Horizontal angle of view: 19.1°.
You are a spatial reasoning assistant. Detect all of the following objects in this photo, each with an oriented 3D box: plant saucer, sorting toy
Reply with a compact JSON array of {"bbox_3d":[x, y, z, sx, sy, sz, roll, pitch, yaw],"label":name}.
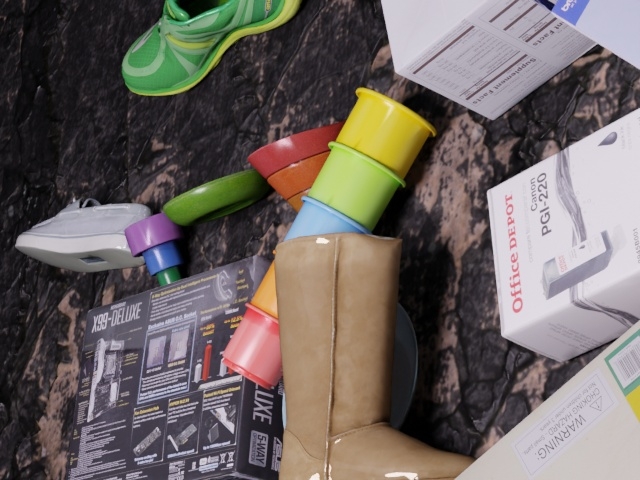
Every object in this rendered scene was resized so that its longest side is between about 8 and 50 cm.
[{"bbox_3d":[0.039,0.147,1.898,0.195,0.037,0.195,-26,53,41],"label":"plant saucer"},{"bbox_3d":[-0.080,-0.013,2.098,0.365,0.127,0.126,-26,83,44],"label":"sorting toy"}]

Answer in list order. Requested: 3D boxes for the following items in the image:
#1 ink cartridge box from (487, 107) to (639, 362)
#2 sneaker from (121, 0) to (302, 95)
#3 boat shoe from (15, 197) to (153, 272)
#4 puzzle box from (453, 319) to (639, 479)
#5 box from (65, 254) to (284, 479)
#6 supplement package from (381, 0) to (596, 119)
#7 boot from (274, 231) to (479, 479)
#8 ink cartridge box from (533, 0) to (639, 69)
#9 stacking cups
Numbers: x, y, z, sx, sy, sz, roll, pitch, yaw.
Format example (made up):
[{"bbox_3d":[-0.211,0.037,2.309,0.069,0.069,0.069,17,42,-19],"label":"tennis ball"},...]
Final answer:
[{"bbox_3d":[0.258,-0.008,1.671,0.218,0.092,0.158,-31,50,40],"label":"ink cartridge box"},{"bbox_3d":[-0.148,-0.272,2.262,0.295,0.123,0.109,-30,51,39],"label":"sneaker"},{"bbox_3d":[-0.286,-0.011,2.344,0.227,0.079,0.081,-2,64,43],"label":"boat shoe"},{"bbox_3d":[0.268,0.221,1.519,0.409,0.052,0.272,-44,49,23],"label":"puzzle box"},{"bbox_3d":[-0.154,0.169,2.087,0.307,0.076,0.242,-19,58,44],"label":"box"},{"bbox_3d":[0.172,-0.294,1.872,0.204,0.145,0.262,-37,48,34],"label":"supplement package"},{"bbox_3d":[0.058,0.122,1.785,0.236,0.089,0.269,-4,70,20],"label":"boot"},{"bbox_3d":[0.322,-0.146,1.585,0.311,0.186,0.065,40,107,51],"label":"ink cartridge box"},{"bbox_3d":[0.000,0.000,1.929,0.096,0.096,0.316,22,80,52],"label":"stacking cups"}]
